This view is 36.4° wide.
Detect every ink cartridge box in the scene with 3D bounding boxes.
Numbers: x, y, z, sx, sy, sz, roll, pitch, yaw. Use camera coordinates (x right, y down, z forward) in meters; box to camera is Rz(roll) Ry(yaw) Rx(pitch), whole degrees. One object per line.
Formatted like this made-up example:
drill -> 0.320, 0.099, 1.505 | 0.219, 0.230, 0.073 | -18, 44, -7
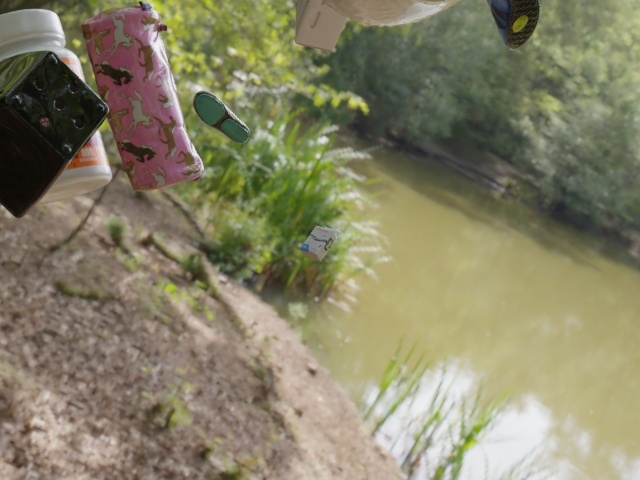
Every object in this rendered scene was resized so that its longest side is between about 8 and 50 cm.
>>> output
ink cartridge box -> 0.000, 0.000, 2.078 | 0.048, 0.083, 0.028 | 19, -27, 35
ink cartridge box -> 0.008, -0.475, 1.838 | 0.082, 0.140, 0.191 | 11, 53, -15

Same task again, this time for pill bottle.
pill bottle -> -0.620, -0.293, 2.162 | 0.224, 0.224, 0.392 | -10, 83, -73

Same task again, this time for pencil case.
pencil case -> -0.364, -0.291, 2.016 | 0.167, 0.386, 0.160 | -13, 13, 3

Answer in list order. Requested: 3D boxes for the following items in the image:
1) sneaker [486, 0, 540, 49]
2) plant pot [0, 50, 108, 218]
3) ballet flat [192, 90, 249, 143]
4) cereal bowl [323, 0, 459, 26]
sneaker -> 0.291, -0.390, 1.535 | 0.082, 0.069, 0.209 | 48, -6, 34
plant pot -> -0.436, -0.177, 1.473 | 0.167, 0.188, 0.187 | -20, -58, 44
ballet flat -> -0.211, -0.256, 2.000 | 0.168, 0.057, 0.052 | 44, 8, -43
cereal bowl -> 0.132, -0.395, 1.189 | 0.339, 0.339, 0.141 | 14, 35, -53
